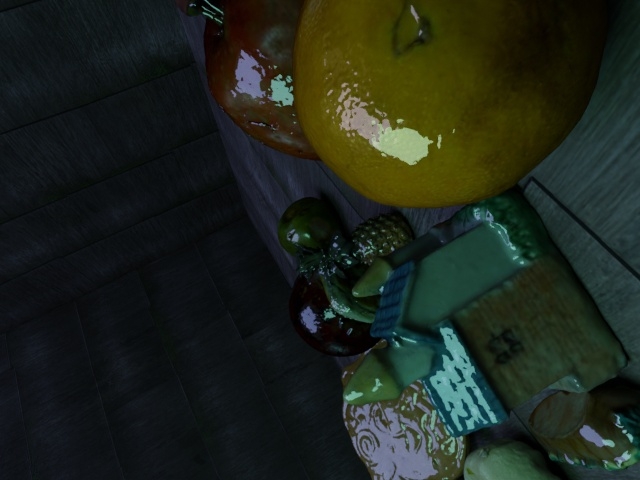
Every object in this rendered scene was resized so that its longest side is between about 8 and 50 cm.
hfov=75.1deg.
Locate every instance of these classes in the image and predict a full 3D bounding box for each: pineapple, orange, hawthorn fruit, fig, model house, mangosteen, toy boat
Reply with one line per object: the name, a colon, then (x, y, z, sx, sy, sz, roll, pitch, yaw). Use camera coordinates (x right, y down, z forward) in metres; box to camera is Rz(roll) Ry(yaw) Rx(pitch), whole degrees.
pineapple: (0.065, 0.023, 0.884, 0.125, 0.252, 0.125, 164, 90, -84)
orange: (0.102, -0.157, 0.377, 0.261, 0.261, 0.261, 57, 166, 23)
hawthorn fruit: (-0.025, -0.266, 0.614, 0.315, 0.316, 0.316, 57, 166, 23)
fig: (0.000, 0.000, 1.316, 0.275, 0.206, 0.206, 43, 177, -28)
model house: (0.160, 0.122, 0.564, 0.267, 0.325, 0.194, 61, 165, 7)
mangosteen: (0.056, 0.165, 1.148, 0.311, 0.311, 0.311, 57, 166, 23)
toy boat: (0.362, 0.270, 0.595, 0.099, 0.108, 0.292, 22, 156, 20)

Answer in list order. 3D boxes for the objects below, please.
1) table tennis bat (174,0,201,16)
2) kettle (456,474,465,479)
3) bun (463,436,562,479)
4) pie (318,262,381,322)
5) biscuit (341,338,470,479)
table tennis bat: (-0.058, -0.424, 0.530, 0.415, 0.268, 0.051, -12, 125, 50)
kettle: (0.352, 0.812, 1.379, 0.319, 0.247, 0.342, 49, 177, 4)
bun: (0.399, 0.515, 0.810, 0.259, 0.160, 0.258, 166, 90, -86)
pie: (0.107, 0.097, 0.961, 0.240, 0.241, 0.054, 57, 139, 24)
biscuit: (0.203, 0.450, 1.101, 0.062, 0.365, 0.384, 11, -135, -46)
